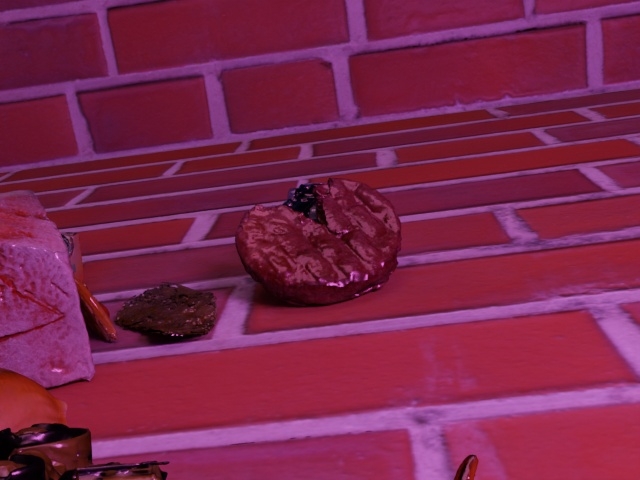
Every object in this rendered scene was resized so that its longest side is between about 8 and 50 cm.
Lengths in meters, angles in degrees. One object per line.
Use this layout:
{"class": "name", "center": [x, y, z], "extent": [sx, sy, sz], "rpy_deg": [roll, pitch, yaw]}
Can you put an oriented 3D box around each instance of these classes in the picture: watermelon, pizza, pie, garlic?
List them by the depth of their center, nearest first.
{"class": "garlic", "center": [-0.281, 0.183, 0.653], "extent": [0.115, 0.128, 0.206], "rpy_deg": [-31, 22, 8]}
{"class": "watermelon", "center": [-0.339, 0.046, 0.936], "extent": [0.201, 0.212, 0.261], "rpy_deg": [-3, 17, 17]}
{"class": "pizza", "center": [-0.286, 0.071, 1.028], "extent": [0.029, 0.099, 0.100], "rpy_deg": [-37, 27, -27]}
{"class": "pie", "center": [0.000, 0.000, 1.091], "extent": [0.219, 0.054, 0.204], "rpy_deg": [-12, 45, -13]}

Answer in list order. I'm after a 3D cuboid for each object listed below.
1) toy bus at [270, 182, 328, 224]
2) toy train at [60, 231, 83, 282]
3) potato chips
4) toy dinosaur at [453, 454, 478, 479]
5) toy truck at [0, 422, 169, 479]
{"class": "toy bus", "center": [-0.018, -0.025, 1.249], "extent": [0.079, 0.091, 0.160], "rpy_deg": [3, 24, 18]}
{"class": "toy train", "center": [-0.406, 0.046, 1.183], "extent": [0.072, 0.099, 0.188], "rpy_deg": [1, 17, 20]}
{"class": "potato chips", "center": [-0.198, 0.089, 1.066], "extent": [0.142, 0.026, 0.209], "rpy_deg": [-9, 15, 4]}
{"class": "toy dinosaur", "center": [0.021, 0.221, 0.373], "extent": [0.432, 0.097, 0.208], "rpy_deg": [-16, 5, -41]}
{"class": "toy truck", "center": [-0.136, 0.176, 0.467], "extent": [0.127, 0.127, 0.257], "rpy_deg": [-4, -2, -16]}
